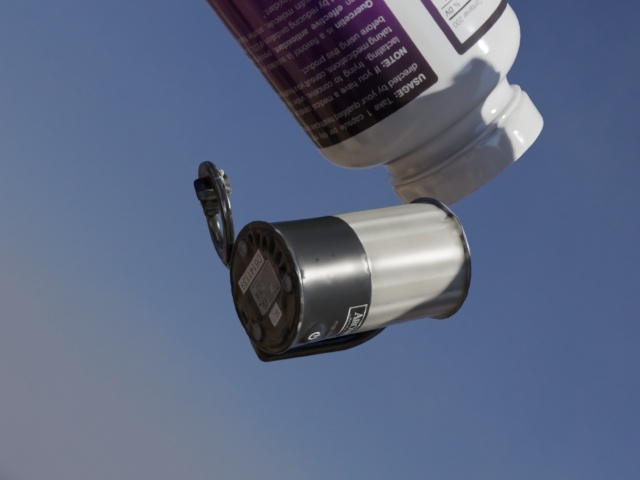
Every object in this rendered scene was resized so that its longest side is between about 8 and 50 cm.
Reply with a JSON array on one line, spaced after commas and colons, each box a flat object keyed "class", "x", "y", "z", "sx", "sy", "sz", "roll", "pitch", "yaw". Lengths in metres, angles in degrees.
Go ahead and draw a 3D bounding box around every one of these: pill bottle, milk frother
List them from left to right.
[{"class": "milk frother", "x": 0.000, "y": 0.000, "z": 0.974, "sx": 0.129, "sy": 0.135, "sz": 0.143, "roll": -34, "pitch": -111, "yaw": 54}, {"class": "pill bottle", "x": 0.023, "y": -0.181, "z": 1.096, "sx": 0.323, "sy": 0.181, "sz": 0.181, "roll": 53, "pitch": -16, "yaw": -13}]
